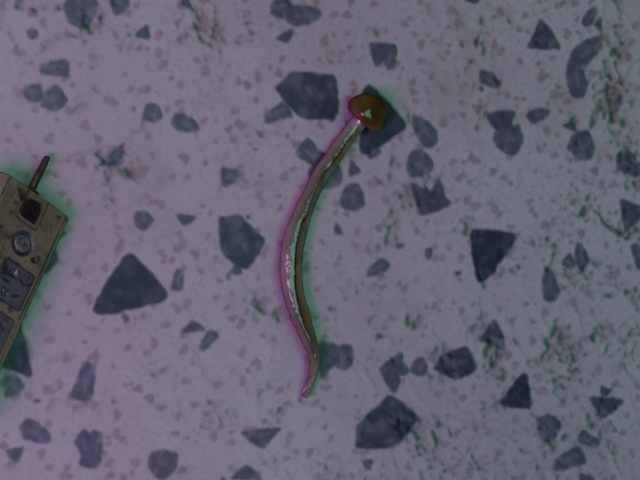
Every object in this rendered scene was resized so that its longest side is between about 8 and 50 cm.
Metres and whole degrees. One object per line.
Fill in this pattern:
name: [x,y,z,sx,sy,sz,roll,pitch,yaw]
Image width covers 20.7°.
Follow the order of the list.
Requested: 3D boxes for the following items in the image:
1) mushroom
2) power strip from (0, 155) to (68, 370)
mushroom: [0.000,-0.001,1.723,0.068,0.043,0.306,16,87,7]
power strip: [-0.300,0.037,1.584,0.092,0.034,0.268,39,62,-38]
